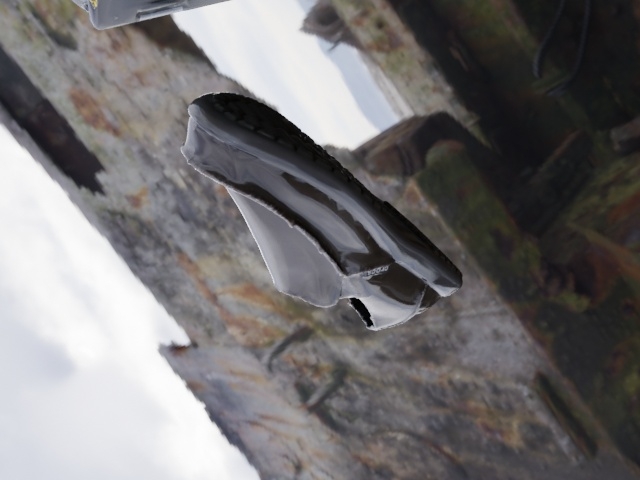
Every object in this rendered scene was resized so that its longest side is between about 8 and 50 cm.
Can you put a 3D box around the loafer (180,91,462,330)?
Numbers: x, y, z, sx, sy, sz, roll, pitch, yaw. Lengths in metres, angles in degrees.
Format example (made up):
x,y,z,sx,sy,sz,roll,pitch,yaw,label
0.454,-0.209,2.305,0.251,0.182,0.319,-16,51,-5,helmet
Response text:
x,y,z,sx,sy,sz,roll,pitch,yaw,label
0.000,0.000,0.481,0.220,0.078,0.080,35,-171,-41,loafer

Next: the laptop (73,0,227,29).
x,y,z,sx,sy,sz,roll,pitch,yaw,label
-0.012,-0.307,0.594,0.236,0.381,0.408,61,156,19,laptop
